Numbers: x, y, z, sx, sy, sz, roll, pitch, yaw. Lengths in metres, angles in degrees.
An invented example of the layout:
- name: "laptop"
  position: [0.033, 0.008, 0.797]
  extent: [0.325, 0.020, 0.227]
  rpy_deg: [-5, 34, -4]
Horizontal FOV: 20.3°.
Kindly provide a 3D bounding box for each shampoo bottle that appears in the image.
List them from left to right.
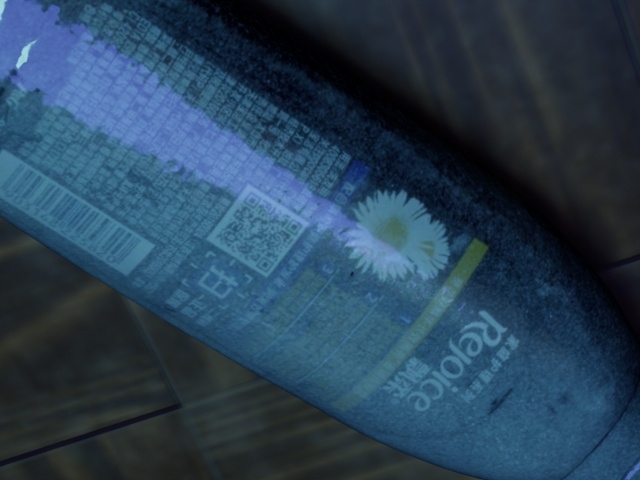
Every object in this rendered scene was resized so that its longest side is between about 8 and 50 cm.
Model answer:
- name: "shampoo bottle"
  position: [0.000, 0.000, 0.501]
  extent: [0.233, 0.049, 0.087]
  rpy_deg: [32, 113, -16]
